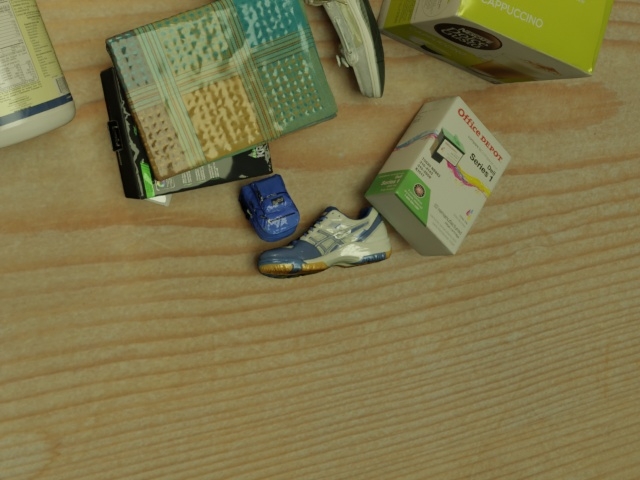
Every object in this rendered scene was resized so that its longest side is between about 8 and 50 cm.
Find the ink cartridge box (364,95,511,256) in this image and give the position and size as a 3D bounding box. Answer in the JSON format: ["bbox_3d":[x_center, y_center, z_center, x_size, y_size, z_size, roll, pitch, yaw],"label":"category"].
[{"bbox_3d":[0.252,-0.135,1.965,0.201,0.117,0.278,44,65,-24],"label":"ink cartridge box"}]

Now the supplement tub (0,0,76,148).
[{"bbox_3d":[-0.566,-0.317,1.531,0.235,0.235,0.325,-24,106,-20],"label":"supplement tub"}]

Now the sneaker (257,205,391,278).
[{"bbox_3d":[0.000,0.000,1.921,0.296,0.112,0.131,-9,85,-26],"label":"sneaker"}]

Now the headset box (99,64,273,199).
[{"bbox_3d":[-0.259,-0.219,1.739,0.283,0.131,0.246,-13,99,-22],"label":"headset box"}]

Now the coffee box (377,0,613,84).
[{"bbox_3d":[0.365,-0.533,1.873,0.338,0.334,0.338,17,90,-25],"label":"coffee box"}]

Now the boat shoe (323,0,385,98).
[{"bbox_3d":[0.053,-0.435,1.878,0.103,0.118,0.320,-14,110,17],"label":"boat shoe"}]

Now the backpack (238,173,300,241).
[{"bbox_3d":[-0.098,-0.062,1.839,0.098,0.101,0.120,-22,78,-15],"label":"backpack"}]

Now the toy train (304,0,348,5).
[{"bbox_3d":[-0.088,-0.477,1.787,0.248,0.143,0.105,2,109,-30],"label":"toy train"}]

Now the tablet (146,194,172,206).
[{"bbox_3d":[-0.307,-0.112,1.804,0.054,0.006,0.083,17,90,-26],"label":"tablet"}]

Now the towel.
[{"bbox_3d":[-0.169,-0.290,1.674,0.370,0.040,0.271,-24,106,-19],"label":"towel"}]
